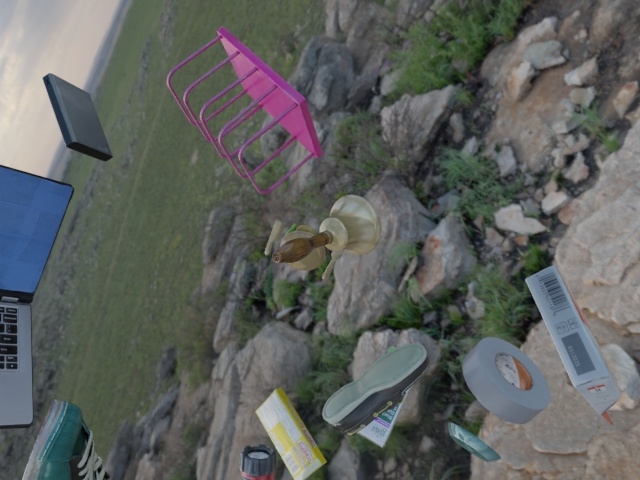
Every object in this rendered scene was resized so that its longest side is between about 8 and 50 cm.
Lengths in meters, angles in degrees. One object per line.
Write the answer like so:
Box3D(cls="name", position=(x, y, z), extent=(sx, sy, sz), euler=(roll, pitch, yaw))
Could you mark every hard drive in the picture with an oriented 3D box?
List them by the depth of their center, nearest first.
Box3D(cls="hard drive", position=(-0.409, -0.205, 0.867), extent=(0.022, 0.094, 0.135), euler=(-27, 77, 12))

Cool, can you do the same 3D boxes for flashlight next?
Box3D(cls="flashlight", position=(-0.179, 0.724, 1.401), extent=(0.103, 0.103, 0.305), euler=(-21, -64, -88))

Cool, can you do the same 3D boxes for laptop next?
Box3D(cls="laptop", position=(-0.638, 0.080, 0.852), extent=(0.236, 0.381, 0.408), euler=(-38, 56, 28))

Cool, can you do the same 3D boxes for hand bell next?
Box3D(cls="hand bell", position=(0.000, 0.000, 0.954), extent=(0.126, 0.242, 0.126), euler=(13, 113, 34))

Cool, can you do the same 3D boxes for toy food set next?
Box3D(cls="toy food set", position=(-0.043, 0.020, 1.357), extent=(0.039, 0.191, 0.133), euler=(-68, 3, -58))

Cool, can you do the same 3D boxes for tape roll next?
Box3D(cls="tape roll", position=(0.479, 0.358, 1.328), extent=(0.072, 0.219, 0.219), euler=(-59, 29, 33))

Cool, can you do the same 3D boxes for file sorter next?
Box3D(cls="file sorter", position=(-0.169, -0.274, 1.130), extent=(0.182, 0.202, 0.291), euler=(-40, 66, -8))

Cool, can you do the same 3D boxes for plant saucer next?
Box3D(cls="plant saucer", position=(0.309, 0.417, 1.048), extent=(0.021, 0.119, 0.119), euler=(-52, 26, -16))

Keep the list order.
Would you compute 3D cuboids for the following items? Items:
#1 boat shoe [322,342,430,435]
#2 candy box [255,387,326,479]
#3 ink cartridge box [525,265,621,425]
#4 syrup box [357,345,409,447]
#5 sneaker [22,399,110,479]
Box3D(cls="boat shoe", position=(0.110, 0.270, 0.928), extent=(0.227, 0.069, 0.081), euler=(-38, 19, 15))
Box3D(cls="candy box", position=(-0.075, 0.473, 1.246), extent=(0.105, 0.027, 0.206), euler=(-49, 63, 27))
Box3D(cls="ink cartridge box", position=(0.322, 0.132, 0.624), extent=(0.045, 0.179, 0.146), euler=(-31, 45, 25))
Box3D(cls="syrup box", position=(0.176, 0.414, 1.358), extent=(0.237, 0.093, 0.096), euler=(-59, -18, -20))
Box3D(cls="sneaker", position=(-0.357, 0.347, 0.747), extent=(0.108, 0.120, 0.302), euler=(-101, 28, -55))
